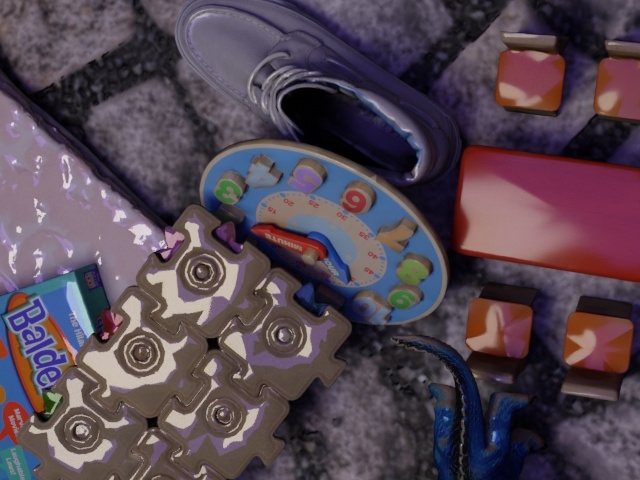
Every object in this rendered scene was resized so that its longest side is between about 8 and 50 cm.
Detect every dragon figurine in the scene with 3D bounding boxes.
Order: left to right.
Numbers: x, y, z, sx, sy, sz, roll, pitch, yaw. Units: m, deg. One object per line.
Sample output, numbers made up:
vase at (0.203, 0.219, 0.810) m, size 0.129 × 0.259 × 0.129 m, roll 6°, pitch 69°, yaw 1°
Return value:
dragon figurine at (0.109, 0.185, 0.936) m, size 0.085 × 0.289 × 0.144 m, roll 6°, pitch 60°, yaw 20°

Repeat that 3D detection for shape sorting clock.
shape sorting clock at (0.000, 0.000, 0.969) m, size 0.206 × 0.206 × 0.040 m, roll 22°, pitch 61°, yaw 12°

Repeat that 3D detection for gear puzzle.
gear puzzle at (-0.130, 0.147, 1.000) m, size 0.175 × 0.044 × 0.339 m, roll 37°, pitch 97°, yaw -3°

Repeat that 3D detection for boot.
boot at (-0.015, -0.121, 0.974) m, size 0.258 × 0.123 × 0.095 m, roll 27°, pitch 103°, yaw 11°

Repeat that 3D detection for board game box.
board game box at (-0.262, 0.127, 1.064) m, size 0.210 × 0.047 × 0.160 m, roll -19°, pitch 92°, yaw 14°

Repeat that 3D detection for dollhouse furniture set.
dollhouse furniture set at (0.224, -0.012, 0.913) m, size 0.259 × 0.135 × 0.262 m, roll 8°, pitch 99°, yaw 15°

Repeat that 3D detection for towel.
towel at (-0.290, 0.045, 1.111) m, size 0.332 × 0.053 × 0.317 m, roll 43°, pitch 105°, yaw 6°
